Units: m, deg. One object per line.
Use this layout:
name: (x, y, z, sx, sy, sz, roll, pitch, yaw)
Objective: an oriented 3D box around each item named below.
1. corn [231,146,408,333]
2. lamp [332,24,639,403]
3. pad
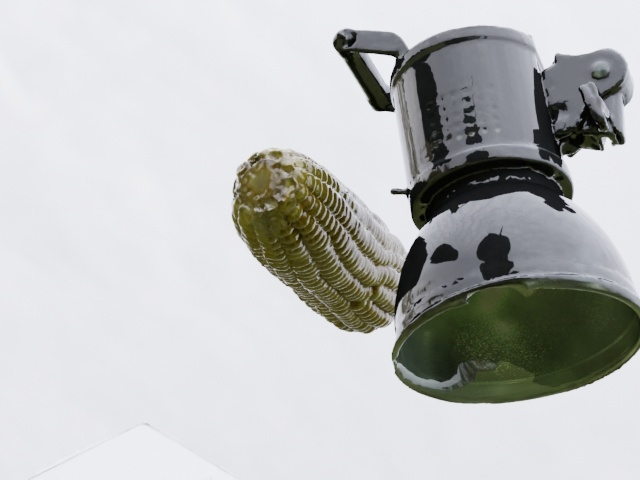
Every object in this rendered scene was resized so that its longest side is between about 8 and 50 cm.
corn: (0.000, 0.000, 1.060, 0.080, 0.080, 0.231, 10, -14, 23)
lamp: (0.107, -0.038, 0.971, 0.172, 0.227, 0.147, -16, -32, 16)
pad: (-0.137, 0.205, 1.273, 0.156, 0.232, 0.004, 27, -70, 19)
